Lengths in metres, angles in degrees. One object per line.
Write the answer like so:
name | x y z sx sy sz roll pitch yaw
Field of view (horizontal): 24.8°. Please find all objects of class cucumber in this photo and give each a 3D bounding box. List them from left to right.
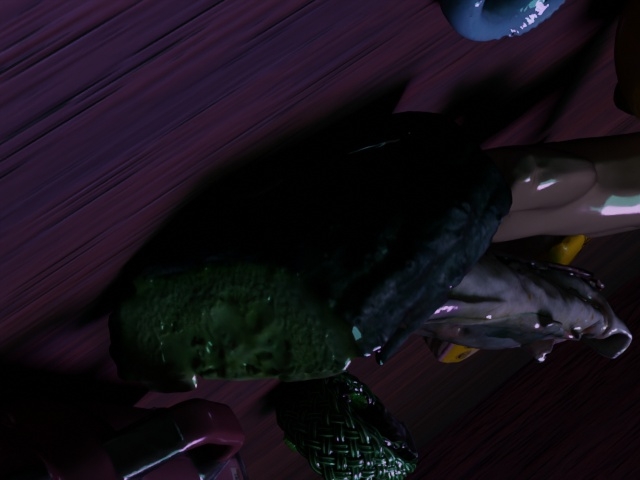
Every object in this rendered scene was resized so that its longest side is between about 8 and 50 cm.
cucumber | 0.000 0.000 0.684 0.115 0.086 0.193 11 -146 44

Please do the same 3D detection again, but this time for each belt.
belt | 0.017 0.167 1.222 0.079 0.121 0.151 -44 172 9

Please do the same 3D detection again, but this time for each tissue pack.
tissue pack | 0.140 0.014 1.140 0.120 0.082 0.169 -34 166 -26

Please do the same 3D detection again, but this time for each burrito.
burrito | 0.103 0.039 0.952 0.096 0.066 0.309 -9 166 39

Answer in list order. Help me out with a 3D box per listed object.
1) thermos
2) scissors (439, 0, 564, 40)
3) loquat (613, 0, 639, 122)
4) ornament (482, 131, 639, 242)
thermos | -0.107 0.132 0.710 0.136 0.110 0.330 1 172 9
scissors | 0.134 -0.186 0.529 0.180 0.032 0.393 -38 167 -14
loquat | 0.252 -0.117 0.861 0.172 0.149 0.204 -38 -169 -35
ornament | 0.144 -0.032 0.926 0.230 0.061 0.245 -6 174 -19
